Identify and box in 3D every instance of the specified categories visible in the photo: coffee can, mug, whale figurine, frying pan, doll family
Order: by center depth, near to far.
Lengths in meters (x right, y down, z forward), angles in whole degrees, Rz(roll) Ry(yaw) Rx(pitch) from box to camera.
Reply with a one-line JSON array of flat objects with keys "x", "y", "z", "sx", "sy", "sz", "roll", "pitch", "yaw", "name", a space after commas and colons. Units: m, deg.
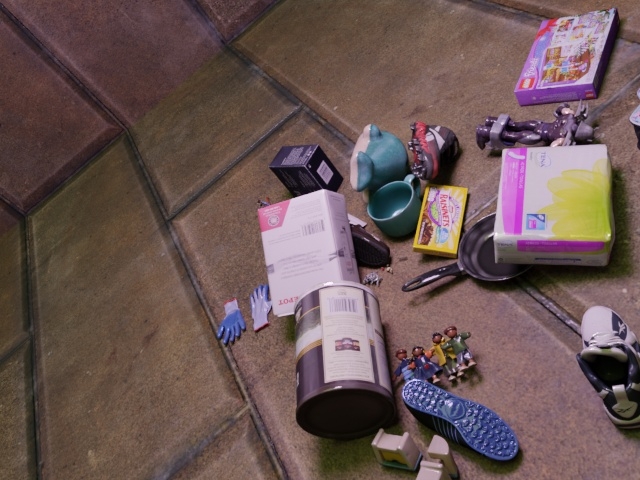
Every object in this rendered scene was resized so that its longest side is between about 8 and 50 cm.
[{"x": 0.229, "y": 0.247, "z": 1.258, "sx": 0.193, "sy": 0.076, "sz": 0.111, "roll": -28, "pitch": 60, "yaw": 8, "name": "doll family"}, {"x": 0.045, "y": 0.253, "z": 1.304, "sx": 0.202, "sy": 0.201, "sz": 0.275, "roll": -24, "pitch": 41, "yaw": 19, "name": "coffee can"}, {"x": 0.359, "y": 0.057, "z": 1.350, "sx": 0.326, "sy": 0.053, "sz": 0.197, "roll": -43, "pitch": 39, "yaw": -3, "name": "frying pan"}, {"x": 0.211, "y": -0.081, "z": 1.567, "sx": 0.158, "sy": 0.097, "sz": 0.129, "roll": -32, "pitch": 39, "yaw": 9, "name": "mug"}, {"x": 0.156, "y": -0.201, "z": 1.623, "sx": 0.141, "sy": 0.216, "sz": 0.272, "roll": 5, "pitch": 15, "yaw": 16, "name": "whale figurine"}]

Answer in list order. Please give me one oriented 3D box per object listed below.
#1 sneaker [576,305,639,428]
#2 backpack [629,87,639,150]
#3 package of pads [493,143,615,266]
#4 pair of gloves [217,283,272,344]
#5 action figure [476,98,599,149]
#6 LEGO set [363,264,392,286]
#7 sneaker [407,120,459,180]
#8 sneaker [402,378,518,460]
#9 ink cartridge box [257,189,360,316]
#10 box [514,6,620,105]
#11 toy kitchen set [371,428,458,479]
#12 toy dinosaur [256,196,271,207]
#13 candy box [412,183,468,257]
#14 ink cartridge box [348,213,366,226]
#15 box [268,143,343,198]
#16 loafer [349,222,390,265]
[{"x": 0.493, "y": 0.186, "z": 1.041, "sx": 0.094, "sy": 0.153, "sz": 0.234, "roll": -13, "pitch": 47, "yaw": 28, "name": "sneaker"}, {"x": 0.789, "y": -0.285, "z": 1.232, "sx": 0.254, "sy": 0.191, "sz": 0.225, "roll": -40, "pitch": 38, "yaw": -8, "name": "backpack"}, {"x": 0.496, "y": -0.081, "z": 1.285, "sx": 0.229, "sy": 0.101, "sz": 0.296, "roll": 1, "pitch": 48, "yaw": 21, "name": "package of pads"}, {"x": -0.207, "y": 0.202, "z": 1.698, "sx": 0.198, "sy": 0.023, "sz": 0.159, "roll": -28, "pitch": 41, "yaw": 17, "name": "pair of gloves"}, {"x": 0.535, "y": -0.264, "z": 1.485, "sx": 0.285, "sy": 0.099, "sz": 0.185, "roll": 11, "pitch": 54, "yaw": 40, "name": "action figure"}, {"x": 0.140, "y": 0.086, "z": 1.525, "sx": 0.083, "sy": 0.023, "sz": 0.054, "roll": -43, "pitch": 39, "yaw": -3, "name": "LEGO set"}, {"x": 0.304, "y": -0.238, "z": 1.604, "sx": 0.135, "sy": 0.097, "sz": 0.276, "roll": 5, "pitch": 30, "yaw": 3, "name": "sneaker"}, {"x": 0.262, "y": 0.342, "z": 1.150, "sx": 0.232, "sy": 0.090, "sz": 0.081, "roll": 28, "pitch": 71, "yaw": 27, "name": "sneaker"}, {"x": -0.028, "y": 0.037, "z": 1.529, "sx": 0.207, "sy": 0.117, "sz": 0.282, "roll": -14, "pitch": 79, "yaw": 26, "name": "ink cartridge box"}, {"x": 0.660, "y": -0.489, "z": 1.620, "sx": 0.201, "sy": 0.057, "sz": 0.293, "roll": 4, "pitch": 57, "yaw": 41, "name": "box"}, {"x": 0.152, "y": 0.470, "z": 1.109, "sx": 0.166, "sy": 0.122, "sz": 0.207, "roll": -5, "pitch": 31, "yaw": 37, "name": "toy kitchen set"}, {"x": -0.165, "y": -0.111, "z": 1.949, "sx": 0.082, "sy": 0.047, "sz": 0.090, "roll": 20, "pitch": 55, "yaw": 28, "name": "toy dinosaur"}, {"x": 0.297, "y": -0.052, "z": 1.497, "sx": 0.105, "sy": 0.027, "sz": 0.205, "roll": 10, "pitch": 56, "yaw": 12, "name": "candy box"}, {"x": 0.000, "y": 0.000, "z": 1.716, "sx": 0.225, "sy": 0.056, "sz": 0.181, "roll": -32, "pitch": 35, "yaw": -19, "name": "ink cartridge box"}, {"x": -0.043, "y": -0.206, "z": 1.844, "sx": 0.158, "sy": 0.156, "sz": 0.093, "roll": 4, "pitch": 56, "yaw": 42, "name": "box"}, {"x": 0.101, "y": -0.009, "z": 1.587, "sx": 0.220, "sy": 0.080, "sz": 0.078, "roll": 30, "pitch": 47, "yaw": 32, "name": "loafer"}]
